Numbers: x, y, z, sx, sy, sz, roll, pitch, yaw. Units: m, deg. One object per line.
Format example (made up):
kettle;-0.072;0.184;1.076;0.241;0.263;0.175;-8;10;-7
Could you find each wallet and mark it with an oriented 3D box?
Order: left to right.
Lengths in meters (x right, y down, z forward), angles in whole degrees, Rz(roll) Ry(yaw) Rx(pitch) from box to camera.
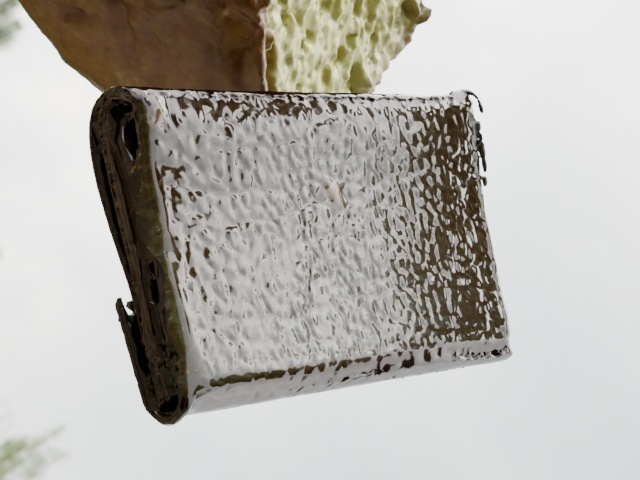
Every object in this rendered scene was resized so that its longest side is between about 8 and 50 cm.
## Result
wallet;0.000;0.000;0.848;0.039;0.243;0.132;-15;-96;38

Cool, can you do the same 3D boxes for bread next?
bread;-0.070;-0.205;0.987;0.179;0.194;0.340;15;-47;29
